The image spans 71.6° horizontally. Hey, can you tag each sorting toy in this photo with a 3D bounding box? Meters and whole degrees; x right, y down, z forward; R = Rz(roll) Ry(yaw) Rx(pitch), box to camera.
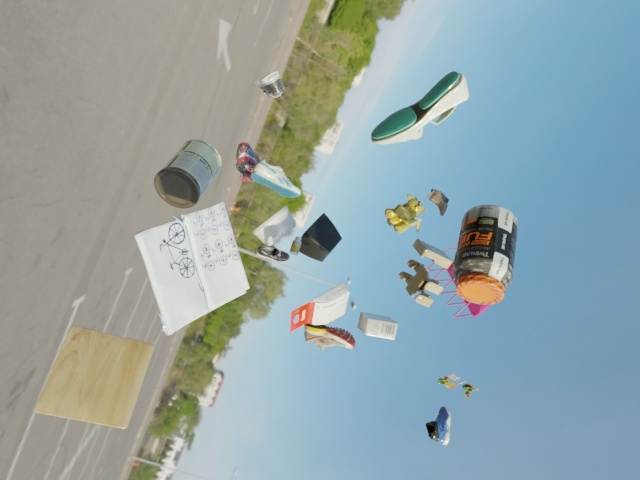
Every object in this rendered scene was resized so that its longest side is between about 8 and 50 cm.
[{"bbox_3d":[-0.686,0.426,1.377,0.089,0.256,0.256,131,-27,-58],"label":"sorting toy"}]

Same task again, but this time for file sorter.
[{"bbox_3d":[0.681,0.201,2.136,0.202,0.183,0.290,-57,-135,43],"label":"file sorter"}]

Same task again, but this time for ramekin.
[{"bbox_3d":[-0.214,-0.063,2.137,0.207,0.109,0.207,-38,-175,4],"label":"ramekin"}]

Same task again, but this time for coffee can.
[{"bbox_3d":[-0.586,-0.302,1.986,0.275,0.202,0.201,-73,-170,-49],"label":"coffee can"}]

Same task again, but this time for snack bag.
[{"bbox_3d":[-0.376,0.071,1.350,0.343,0.037,0.322,-27,108,-51],"label":"snack bag"}]

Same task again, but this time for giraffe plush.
[{"bbox_3d":[0.472,-0.157,2.382,0.211,0.181,0.170,2,-135,36],"label":"giraffe plush"}]

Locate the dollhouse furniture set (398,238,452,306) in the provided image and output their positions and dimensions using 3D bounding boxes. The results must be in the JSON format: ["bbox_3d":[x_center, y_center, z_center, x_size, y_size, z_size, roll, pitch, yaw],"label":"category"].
[{"bbox_3d":[0.456,0.140,2.036,0.242,0.161,0.212,-58,-156,18],"label":"dollhouse furniture set"}]

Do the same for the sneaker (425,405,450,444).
[{"bbox_3d":[0.455,0.708,1.731,0.058,0.085,0.152,120,-9,-46],"label":"sneaker"}]

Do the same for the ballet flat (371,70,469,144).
[{"bbox_3d":[0.382,-0.462,1.675,0.400,0.139,0.139,-34,-156,22],"label":"ballet flat"}]

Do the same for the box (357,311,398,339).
[{"bbox_3d":[0.227,0.341,1.781,0.137,0.126,0.072,-160,-99,-83],"label":"box"}]

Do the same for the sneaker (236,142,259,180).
[{"bbox_3d":[-0.334,-0.359,2.115,0.299,0.121,0.111,104,-21,-75],"label":"sneaker"}]

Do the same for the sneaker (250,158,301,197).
[{"bbox_3d":[-0.174,-0.257,1.869,0.087,0.229,0.092,-20,-133,56],"label":"sneaker"}]

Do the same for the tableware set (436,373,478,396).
[{"bbox_3d":[0.568,0.608,1.847,0.104,0.154,0.024,-46,-163,49],"label":"tableware set"}]

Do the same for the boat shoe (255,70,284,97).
[{"bbox_3d":[-0.213,-0.684,1.967,0.108,0.102,0.301,-29,-158,-5],"label":"boat shoe"}]

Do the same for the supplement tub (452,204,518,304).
[{"bbox_3d":[0.606,0.051,1.637,0.207,0.207,0.337,-54,-167,57],"label":"supplement tub"}]

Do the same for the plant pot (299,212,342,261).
[{"bbox_3d":[0.000,0.000,2.357,0.188,0.167,0.187,-48,177,-34],"label":"plant pot"}]

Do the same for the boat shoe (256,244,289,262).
[{"bbox_3d":[-0.165,0.045,1.590,0.038,0.125,0.046,-47,-148,49],"label":"boat shoe"}]

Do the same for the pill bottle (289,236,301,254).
[{"bbox_3d":[-0.115,0.025,2.091,0.043,0.044,0.083,140,-31,-71],"label":"pill bottle"}]

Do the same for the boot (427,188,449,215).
[{"bbox_3d":[0.471,-0.157,1.794,0.042,0.087,0.118,-58,-177,47],"label":"boot"}]

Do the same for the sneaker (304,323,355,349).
[{"bbox_3d":[0.037,0.396,1.785,0.088,0.226,0.092,-11,109,-59],"label":"sneaker"}]

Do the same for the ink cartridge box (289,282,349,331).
[{"bbox_3d":[-0.002,0.276,1.700,0.233,0.066,0.189,-31,152,-25],"label":"ink cartridge box"}]
